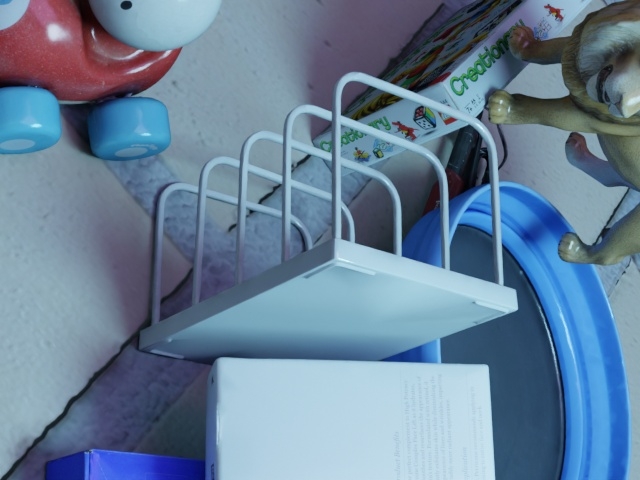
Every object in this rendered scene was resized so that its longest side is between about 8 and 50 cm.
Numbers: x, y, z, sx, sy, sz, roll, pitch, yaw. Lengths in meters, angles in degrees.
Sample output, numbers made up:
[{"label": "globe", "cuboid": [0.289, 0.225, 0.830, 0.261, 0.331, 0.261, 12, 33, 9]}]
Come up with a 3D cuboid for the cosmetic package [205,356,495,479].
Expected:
[{"label": "cosmetic package", "cuboid": [0.022, 0.162, 1.151, 0.231, 0.085, 0.117, 3, 70, -10]}]

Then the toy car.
[{"label": "toy car", "cuboid": [-0.172, -0.205, 1.157, 0.210, 0.238, 0.219, 2, 75, -39]}]

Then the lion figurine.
[{"label": "lion figurine", "cuboid": [0.305, -0.089, 1.310, 0.392, 0.240, 0.142, 46, 60, -47]}]

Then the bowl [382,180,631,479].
[{"label": "bowl", "cuboid": [0.192, 0.139, 1.402, 0.391, 0.077, 0.391, 23, 61, -48]}]

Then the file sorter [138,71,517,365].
[{"label": "file sorter", "cuboid": [0.000, 0.000, 1.214, 0.193, 0.278, 0.173, 17, 62, -35]}]

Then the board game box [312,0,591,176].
[{"label": "board game box", "cuboid": [0.147, -0.185, 1.444, 0.305, 0.193, 0.053, -44, 106, -40]}]

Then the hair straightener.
[{"label": "hair straightener", "cuboid": [0.158, -0.056, 1.521, 0.089, 0.047, 0.230, 47, 45, -36]}]

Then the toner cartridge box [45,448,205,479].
[{"label": "toner cartridge box", "cuboid": [-0.067, 0.278, 1.199, 0.348, 0.075, 0.165, 13, 68, -36]}]
